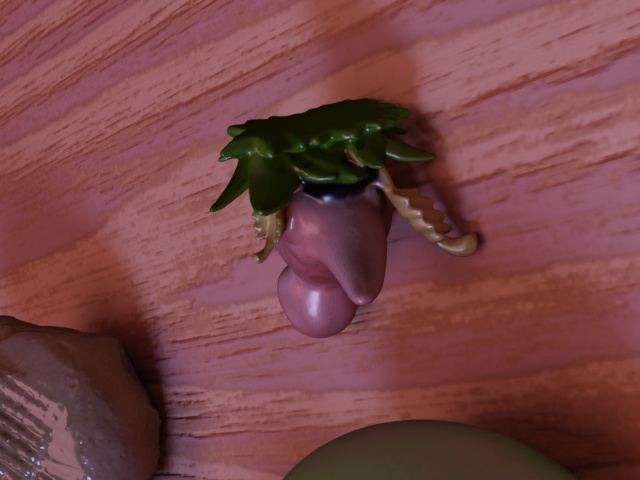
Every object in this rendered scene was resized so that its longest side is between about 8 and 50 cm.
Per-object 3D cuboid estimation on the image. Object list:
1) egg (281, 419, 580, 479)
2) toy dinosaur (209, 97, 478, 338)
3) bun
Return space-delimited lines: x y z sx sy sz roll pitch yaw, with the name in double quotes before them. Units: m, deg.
"egg" 0.070 0.218 0.776 0.269 0.220 0.220 23 117 46
"toy dinosaur" -0.006 0.002 0.899 0.194 0.152 0.177 19 123 58
"bun" -0.272 0.197 1.266 0.281 0.205 0.282 2 98 16
